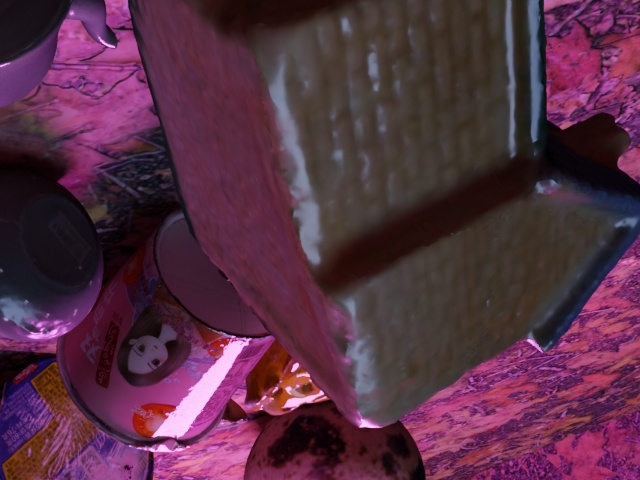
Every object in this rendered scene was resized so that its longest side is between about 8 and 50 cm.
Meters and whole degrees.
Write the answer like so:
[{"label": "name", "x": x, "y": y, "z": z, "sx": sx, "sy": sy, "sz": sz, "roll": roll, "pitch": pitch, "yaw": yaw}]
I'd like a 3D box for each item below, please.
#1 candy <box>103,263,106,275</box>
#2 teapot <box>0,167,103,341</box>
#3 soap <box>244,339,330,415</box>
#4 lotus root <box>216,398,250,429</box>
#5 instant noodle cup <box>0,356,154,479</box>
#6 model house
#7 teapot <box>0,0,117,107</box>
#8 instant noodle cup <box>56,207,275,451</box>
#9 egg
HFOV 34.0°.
[{"label": "candy", "x": -0.285, "y": 0.046, "z": 1.337, "sx": 0.025, "sy": 0.023, "sz": 0.083, "roll": -25, "pitch": 165, "yaw": -19}, {"label": "teapot", "x": -0.362, "y": 0.033, "z": 1.111, "sx": 0.251, "sy": 0.183, "sz": 0.183, "roll": -17, "pitch": 158, "yaw": 31}, {"label": "soap", "x": 0.075, "y": 0.134, "z": 1.564, "sx": 0.339, "sy": 0.169, "sz": 0.304, "roll": -3, "pitch": 151, "yaw": -25}, {"label": "lotus root", "x": -0.226, "y": 0.290, "z": 1.802, "sx": 0.204, "sy": 0.077, "sz": 0.183, "roll": -5, "pitch": 167, "yaw": -8}, {"label": "instant noodle cup", "x": -0.458, "y": 0.353, "z": 1.599, "sx": 0.312, "sy": 0.284, "sz": 0.284, "roll": -26, "pitch": 155, "yaw": 37}, {"label": "model house", "x": 0.068, "y": -0.118, "z": 0.891, "sx": 0.343, "sy": 0.334, "sz": 0.382, "roll": -28, "pitch": 134, "yaw": -17}, {"label": "teapot", "x": -0.274, "y": -0.167, "z": 0.784, "sx": 0.239, "sy": 0.162, "sz": 0.149, "roll": -5, "pitch": 164, "yaw": -12}, {"label": "instant noodle cup", "x": -0.170, "y": 0.102, "z": 1.287, "sx": 0.243, "sy": 0.243, "sz": 0.231, "roll": 5, "pitch": 141, "yaw": -38}, {"label": "egg", "x": 0.021, "y": 0.472, "z": 2.004, "sx": 0.345, "sy": 0.344, "sz": 0.428, "roll": -8, "pitch": 158, "yaw": -18}]
